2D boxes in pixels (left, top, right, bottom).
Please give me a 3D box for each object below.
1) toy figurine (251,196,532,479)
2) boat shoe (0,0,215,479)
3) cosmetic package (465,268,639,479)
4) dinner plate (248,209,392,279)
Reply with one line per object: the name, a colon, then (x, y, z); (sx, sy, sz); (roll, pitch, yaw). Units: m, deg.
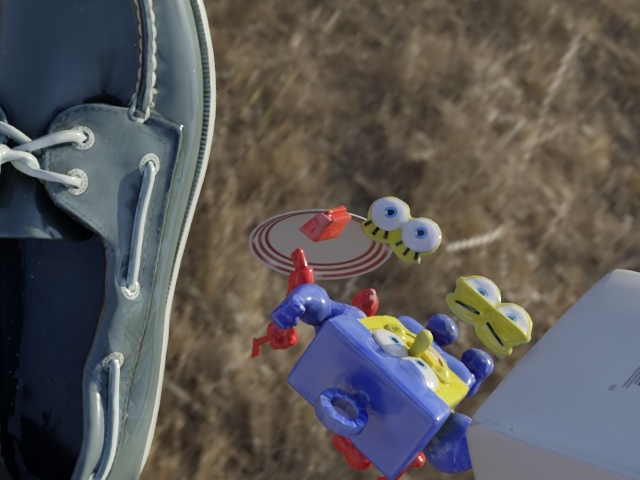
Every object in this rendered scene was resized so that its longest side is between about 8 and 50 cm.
toy figurine: (0.061, 0.141, 1.387); (0.362, 0.191, 0.217); (45, 22, 15)
boat shoe: (-0.116, -0.018, 0.869); (0.116, 0.319, 0.099); (5, 10, 8)
cosmetic package: (0.123, 0.130, 0.542); (0.117, 0.231, 0.085); (14, 40, 37)
dinner plate: (0.000, 0.000, 1.891); (0.141, 0.141, 0.017); (12, 60, -21)
